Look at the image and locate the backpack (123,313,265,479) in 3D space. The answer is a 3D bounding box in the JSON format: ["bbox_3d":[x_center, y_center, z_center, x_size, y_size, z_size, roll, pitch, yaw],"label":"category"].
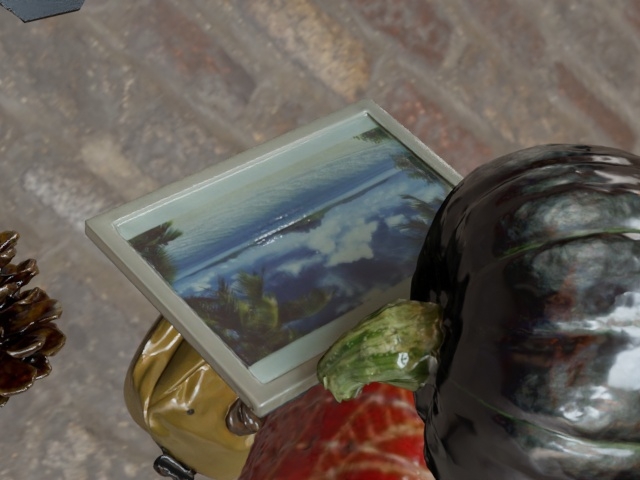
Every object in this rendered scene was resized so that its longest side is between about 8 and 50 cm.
[{"bbox_3d":[-0.101,0.203,1.958,0.353,0.201,0.378,39,98,-28],"label":"backpack"}]

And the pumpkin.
[{"bbox_3d":[0.140,0.071,0.906,0.296,0.296,0.295,12,67,-31],"label":"pumpkin"}]

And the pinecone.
[{"bbox_3d":[-0.499,0.111,1.911,0.244,0.244,0.309,-33,130,-37],"label":"pinecone"}]

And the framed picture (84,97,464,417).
[{"bbox_3d":[0.000,0.000,1.077,0.315,0.024,0.232,-27,56,-34],"label":"framed picture"}]

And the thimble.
[{"bbox_3d":[0.077,0.282,1.345,0.350,0.350,0.230,41,48,-16],"label":"thimble"}]

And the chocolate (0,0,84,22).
[{"bbox_3d":[-0.351,-0.333,1.530,0.156,0.133,0.156,-4,97,-32],"label":"chocolate"}]
